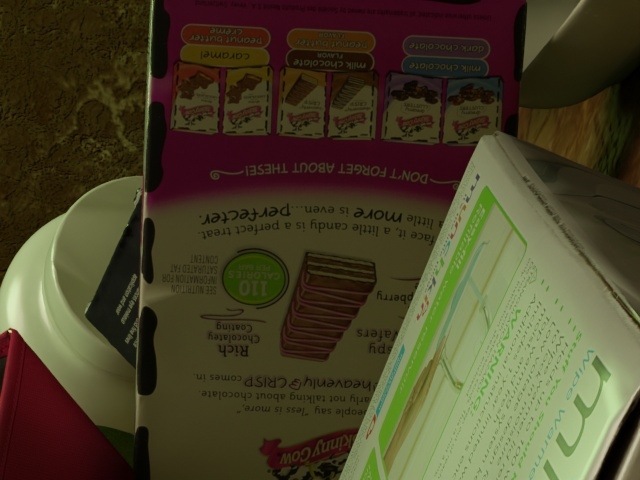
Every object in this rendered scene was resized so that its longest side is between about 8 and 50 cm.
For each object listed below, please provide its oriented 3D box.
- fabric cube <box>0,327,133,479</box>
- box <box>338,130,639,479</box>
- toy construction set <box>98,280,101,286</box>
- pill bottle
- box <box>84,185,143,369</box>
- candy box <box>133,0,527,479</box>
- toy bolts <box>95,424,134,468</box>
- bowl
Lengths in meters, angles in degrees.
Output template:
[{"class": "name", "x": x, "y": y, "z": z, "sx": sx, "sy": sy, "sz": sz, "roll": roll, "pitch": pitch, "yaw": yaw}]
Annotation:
[{"class": "fabric cube", "x": -0.163, "y": 0.247, "z": 0.857, "sx": 0.259, "sy": 0.258, "sz": 0.254, "roll": -32, "pitch": 24, "yaw": 11}, {"class": "box", "x": 0.060, "y": 0.129, "z": 0.508, "sx": 0.231, "sy": 0.127, "sz": 0.262, "roll": -110, "pitch": 41, "yaw": -76}, {"class": "toy construction set", "x": -0.061, "y": -0.006, "z": 1.568, "sx": 0.327, "sy": 0.151, "sz": 0.215, "roll": -63, "pitch": 3, "yaw": -35}, {"class": "pill bottle", "x": -0.199, "y": 0.107, "z": 1.853, "sx": 0.407, "sy": 0.229, "sz": 0.229, "roll": 124, "pitch": 163, "yaw": -59}, {"class": "box", "x": -0.042, "y": 0.041, "z": 1.178, "sx": 0.093, "sy": 0.158, "sz": 0.156, "roll": -38, "pitch": -11, "yaw": -33}, {"class": "candy box", "x": 0.000, "y": 0.000, "z": 0.875, "sx": 0.071, "sy": 0.159, "sz": 0.233, "roll": -114, "pitch": 28, "yaw": -79}, {"class": "toy bolts", "x": -0.056, "y": 0.195, "z": 1.113, "sx": 0.228, "sy": 0.218, "sz": 0.158, "roll": -23, "pitch": 53, "yaw": 33}, {"class": "bowl", "x": 0.134, "y": -0.132, "z": 0.883, "sx": 0.142, "sy": 0.053, "sz": 0.142, "roll": 125, "pitch": 162, "yaw": -64}]
